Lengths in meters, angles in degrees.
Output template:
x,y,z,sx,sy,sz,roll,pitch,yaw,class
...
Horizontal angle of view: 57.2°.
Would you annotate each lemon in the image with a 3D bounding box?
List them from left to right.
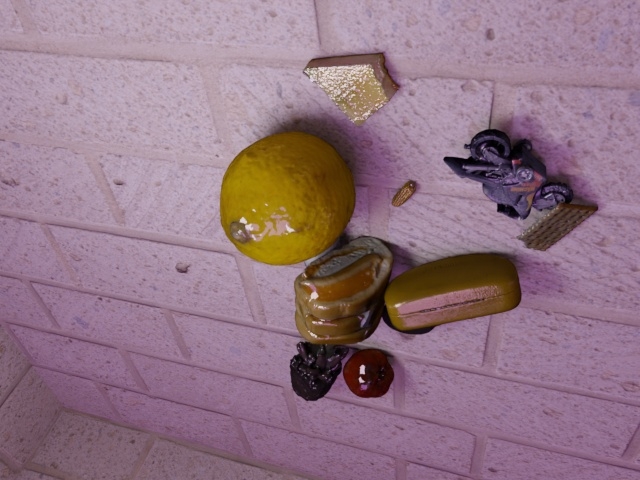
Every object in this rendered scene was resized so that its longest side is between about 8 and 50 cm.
x,y,z,sx,sy,sz,roll,pitch,yaw,class
-0.094,-0.101,1.501,0.349,0.387,0.350,25,137,27,lemon

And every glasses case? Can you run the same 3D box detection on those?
x,y,z,sx,sy,sz,roll,pitch,yaw,class
0.365,0.133,1.653,0.371,0.173,0.141,-13,111,16,glasses case

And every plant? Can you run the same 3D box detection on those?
x,y,z,sx,sy,sz,roll,pitch,yaw,class
-0.020,0.460,2.168,0.181,0.194,0.321,35,139,23,plant

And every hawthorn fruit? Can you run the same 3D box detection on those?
x,y,z,sx,sy,sz,roll,pitch,yaw,class
0.165,0.485,2.152,0.185,0.185,0.202,40,155,-18,hawthorn fruit

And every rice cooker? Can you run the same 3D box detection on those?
x,y,z,sx,sy,sz,roll,pitch,yaw,class
0.293,0.221,1.844,0.203,0.118,0.142,-11,127,34,rice cooker

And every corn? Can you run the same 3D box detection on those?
x,y,z,sx,sy,sz,roll,pitch,yaw,class
0.223,-0.122,1.580,0.037,0.037,0.092,31,141,-9,corn

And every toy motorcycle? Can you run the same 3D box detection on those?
x,y,z,sx,sy,sz,roll,pitch,yaw,class
0.449,-0.144,1.399,0.307,0.108,0.173,33,137,-18,toy motorcycle

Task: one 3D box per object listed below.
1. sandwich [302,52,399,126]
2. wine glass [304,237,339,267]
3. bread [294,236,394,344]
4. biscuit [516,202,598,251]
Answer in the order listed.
x,y,z,sx,sy,sz,roll,pitch,yaw,class
0.079,-0.381,1.364,0.193,0.058,0.162,41,134,-16,sandwich
0.000,0.000,1.753,0.111,0.111,0.205,15,134,9,wine glass
0.075,0.190,1.768,0.210,0.300,0.341,52,150,33,bread
0.582,-0.032,1.476,0.143,0.016,0.203,4,147,-26,biscuit
